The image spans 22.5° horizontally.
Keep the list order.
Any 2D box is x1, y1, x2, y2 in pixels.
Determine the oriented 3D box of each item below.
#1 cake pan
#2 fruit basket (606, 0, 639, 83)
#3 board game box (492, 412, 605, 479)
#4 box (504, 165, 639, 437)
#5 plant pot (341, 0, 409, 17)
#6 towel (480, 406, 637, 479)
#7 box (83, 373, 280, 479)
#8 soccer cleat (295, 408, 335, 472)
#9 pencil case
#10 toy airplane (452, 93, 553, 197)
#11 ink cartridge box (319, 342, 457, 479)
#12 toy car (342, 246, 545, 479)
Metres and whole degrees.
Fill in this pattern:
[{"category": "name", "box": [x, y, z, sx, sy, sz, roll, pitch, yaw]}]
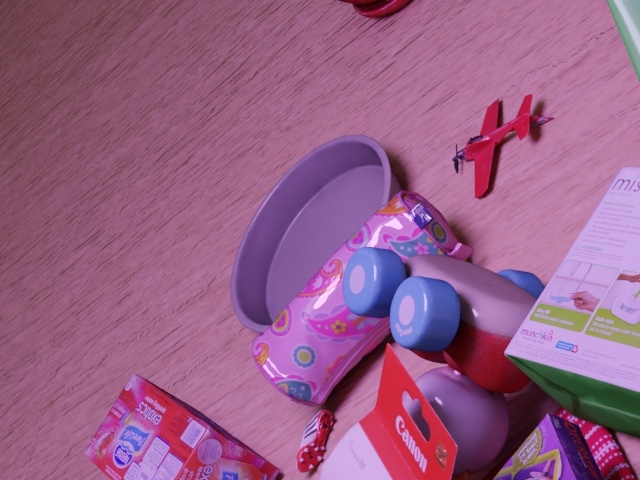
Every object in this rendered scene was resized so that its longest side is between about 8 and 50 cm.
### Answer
[{"category": "cake pan", "box": [0.000, 0.000, 2.090, 0.293, 0.054, 0.293, -35, 36, 31]}, {"category": "fruit basket", "box": [0.448, -0.135, 1.383, 0.283, 0.392, 0.392, -38, 35, 18]}, {"category": "board game box", "box": [0.154, 0.351, 1.487, 0.347, 0.056, 0.208, -54, 33, 25]}, {"category": "box", "box": [0.337, 0.062, 1.474, 0.231, 0.127, 0.262, -56, 30, -14]}, {"category": "plant pot", "box": [0.059, -0.421, 2.291, 0.191, 0.174, 0.191, -34, 36, 30]}, {"category": "towel", "box": [0.225, 0.288, 1.528, 0.199, 0.031, 0.275, -45, 32, 16]}, {"category": "box", "box": [-0.177, 0.274, 2.001, 0.128, 0.122, 0.257, -58, 29, -6]}, {"category": "soccer cleat", "box": [-0.010, 0.238, 1.906, 0.035, 0.029, 0.083, -19, 43, 57]}, {"category": "pencil case", "box": [0.048, 0.070, 1.896, 0.284, 0.124, 0.124, -45, 32, 15]}, {"category": "toy airplane", "box": [0.213, -0.124, 1.937, 0.151, 0.028, 0.151, -36, 35, 30]}, {"category": "ink cartridge box", "box": [0.056, 0.245, 1.541, 0.189, 0.066, 0.232, -125, 33, -56]}, {"category": "toy car", "box": [0.133, 0.148, 1.656, 0.210, 0.219, 0.238, 32, 109, 59]}]
